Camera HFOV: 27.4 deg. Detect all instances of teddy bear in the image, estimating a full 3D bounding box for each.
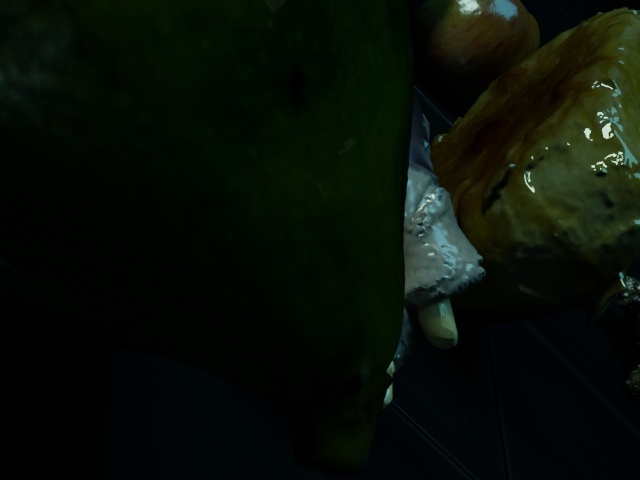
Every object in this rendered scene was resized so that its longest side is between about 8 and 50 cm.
[{"bbox_3d":[0.281,0.079,1.039,0.119,0.078,0.160,40,23,-18],"label":"teddy bear"}]

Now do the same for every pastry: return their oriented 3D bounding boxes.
[{"bbox_3d":[0.141,-0.044,0.780,0.100,0.229,0.218,41,59,-13],"label":"pastry"}]

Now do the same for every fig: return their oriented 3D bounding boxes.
[{"bbox_3d":[-0.042,-0.044,0.407,0.245,0.195,0.195,47,18,16],"label":"fig"}]

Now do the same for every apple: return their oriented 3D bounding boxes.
[{"bbox_3d":[0.129,-0.186,1.143,0.126,0.102,0.126,49,16,-20],"label":"apple"}]

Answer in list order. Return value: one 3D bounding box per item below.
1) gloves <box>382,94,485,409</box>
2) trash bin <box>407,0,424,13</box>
[{"bbox_3d":[0.007,-0.001,0.568,0.110,0.094,0.144,35,57,-24],"label":"gloves"},{"bbox_3d":[0.010,-0.253,1.024,0.176,0.101,0.236,53,22,3],"label":"trash bin"}]
